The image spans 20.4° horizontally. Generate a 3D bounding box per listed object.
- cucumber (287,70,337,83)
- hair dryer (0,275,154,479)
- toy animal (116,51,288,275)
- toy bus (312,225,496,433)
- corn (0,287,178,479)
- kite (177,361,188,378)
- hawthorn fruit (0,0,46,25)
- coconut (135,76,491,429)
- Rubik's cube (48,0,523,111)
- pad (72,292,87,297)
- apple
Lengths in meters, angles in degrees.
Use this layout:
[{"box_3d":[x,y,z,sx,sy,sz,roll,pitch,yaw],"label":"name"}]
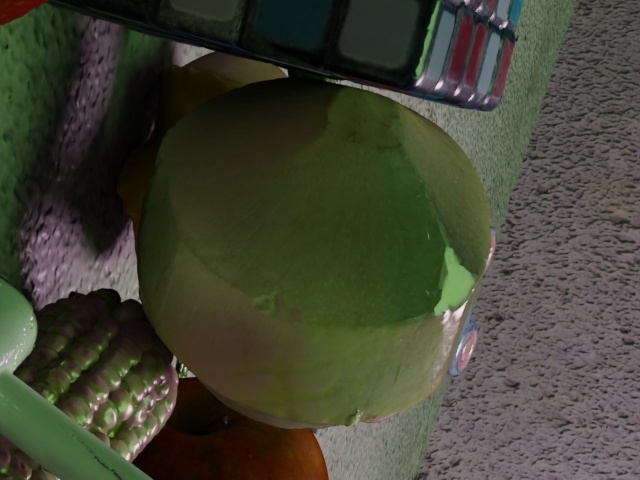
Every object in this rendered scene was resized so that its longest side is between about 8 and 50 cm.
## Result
[{"box_3d":[0.054,-0.221,1.713,0.130,0.191,0.191,90,20,-49],"label":"cucumber"},{"box_3d":[-0.170,0.133,1.098,0.073,0.236,0.131,-46,-172,39],"label":"hair dryer"},{"box_3d":[-0.078,-0.068,1.419,0.156,0.156,0.230,22,80,-77],"label":"toy animal"},{"box_3d":[0.061,0.073,2.062,0.232,0.197,0.294,-40,147,-49],"label":"toy bus"},{"box_3d":[-0.200,0.146,1.191,0.335,0.126,0.127,-52,154,-57],"label":"corn"},{"box_3d":[-0.120,0.148,1.769,0.198,0.006,0.244,88,22,-51],"label":"kite"},{"box_3d":[-0.144,-0.190,0.831,0.196,0.225,0.196,-35,130,-56],"label":"hawthorn fruit"},{"box_3d":[0.000,0.000,1.255,0.259,0.259,0.259,15,90,-77],"label":"coconut"},{"box_3d":[-0.005,-0.258,1.175,0.287,0.293,0.292,-1,108,-76],"label":"Rubik's cube"},{"box_3d":[-0.208,0.166,1.436,0.163,0.004,0.243,39,67,-76],"label":"pad"},{"box_3d":[-0.104,0.226,1.438,0.230,0.230,0.230,15,90,-77],"label":"apple"}]
